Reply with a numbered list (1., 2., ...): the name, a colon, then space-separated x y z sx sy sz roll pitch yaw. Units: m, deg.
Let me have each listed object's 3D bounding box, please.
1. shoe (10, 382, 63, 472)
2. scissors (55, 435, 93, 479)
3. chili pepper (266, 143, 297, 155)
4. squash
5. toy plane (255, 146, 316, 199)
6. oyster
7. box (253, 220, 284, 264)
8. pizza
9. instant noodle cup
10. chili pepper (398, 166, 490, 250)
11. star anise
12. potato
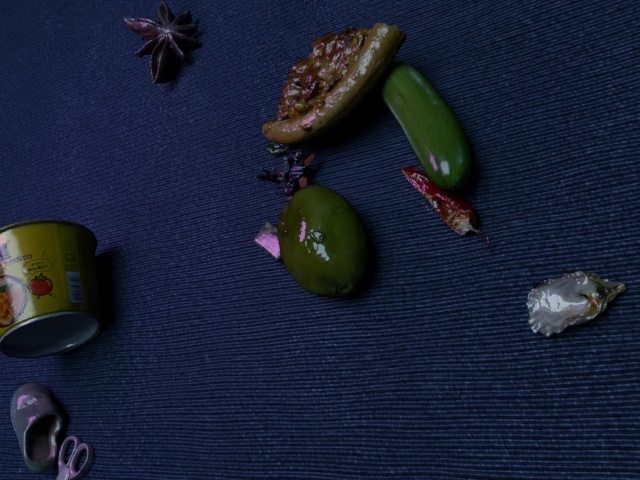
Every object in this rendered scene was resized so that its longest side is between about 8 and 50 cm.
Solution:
1. shoe: -0.703 0.451 1.706 0.100 0.103 0.251 -47 50 27
2. scissors: -0.625 0.597 1.636 0.118 0.030 0.242 12 76 41
3. chili pepper: -0.085 -0.222 1.599 0.091 0.034 0.030 -19 27 30
4. squash: 0.203 -0.241 1.337 0.107 0.107 0.395 -38 48 18
5. toy plane: -0.090 -0.154 1.547 0.189 0.061 0.130 4 74 37
6. oyster: 0.393 0.095 1.092 0.121 0.045 0.146 42 105 37
7. box: -0.095 0.006 1.492 0.098 0.045 0.062 33 90 42
8. pizza: 0.021 -0.348 1.470 0.409 0.114 0.278 -26 42 40
9. instant noodle cup: -0.707 0.135 1.736 0.325 0.325 0.254 -33 64 21
10. chili pepper: 0.237 -0.071 1.282 0.050 0.059 0.268 -20 45 -21
11. star anise: -0.450 -0.586 1.971 0.198 0.110 0.257 -30 68 -7
12. potato: 0.000 0.000 1.357 0.186 0.148 0.253 -44 50 10
